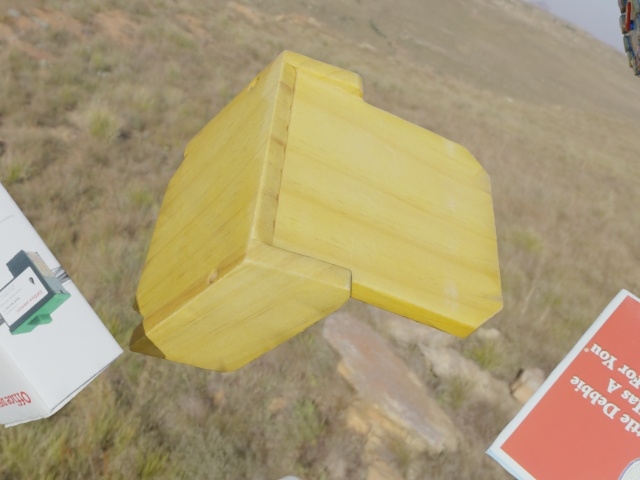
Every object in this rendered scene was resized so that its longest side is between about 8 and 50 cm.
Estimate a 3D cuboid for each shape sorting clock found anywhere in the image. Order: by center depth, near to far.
[{"bbox_3d":[0.608,-0.419,1.555,0.040,0.206,0.206,-6,16,13],"label":"shape sorting clock"}]

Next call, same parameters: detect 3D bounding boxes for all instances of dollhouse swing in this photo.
[{"bbox_3d":[0.000,0.000,0.986,0.305,0.315,0.346,32,41,-28],"label":"dollhouse swing"}]

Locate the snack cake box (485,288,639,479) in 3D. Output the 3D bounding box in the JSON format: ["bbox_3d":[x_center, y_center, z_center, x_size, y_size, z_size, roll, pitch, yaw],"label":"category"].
[{"bbox_3d":[0.261,0.172,0.511,0.264,0.152,0.089,40,1,33],"label":"snack cake box"}]

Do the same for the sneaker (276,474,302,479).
[{"bbox_3d":[0.063,0.318,0.768,0.297,0.111,0.129,35,12,-1],"label":"sneaker"}]

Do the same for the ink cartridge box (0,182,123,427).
[{"bbox_3d":[-0.305,0.056,0.744,0.092,0.160,0.219,-41,102,-38],"label":"ink cartridge box"}]
